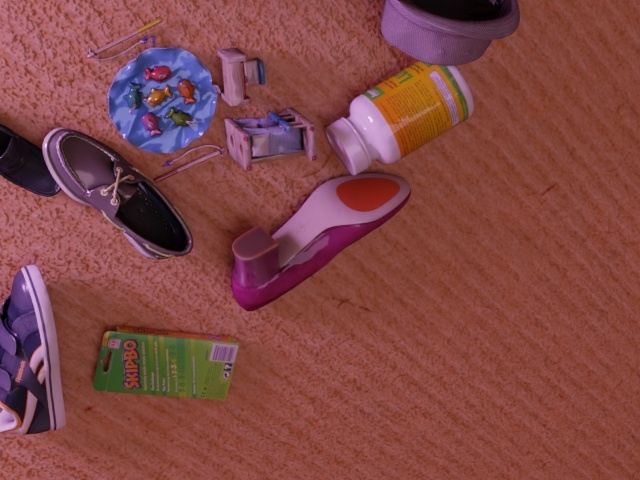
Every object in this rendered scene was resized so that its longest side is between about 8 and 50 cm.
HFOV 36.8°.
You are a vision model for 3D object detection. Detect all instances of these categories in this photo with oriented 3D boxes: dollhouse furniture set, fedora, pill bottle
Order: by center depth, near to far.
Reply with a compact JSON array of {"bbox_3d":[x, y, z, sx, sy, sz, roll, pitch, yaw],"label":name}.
[{"bbox_3d":[-0.091,-0.229,1.634,0.129,0.129,0.183,-11,114,-17],"label":"dollhouse furniture set"},{"bbox_3d":[0.201,-0.387,1.655,0.275,0.243,0.124,-3,138,-25],"label":"fedora"},{"bbox_3d":[0.138,-0.221,1.721,0.246,0.136,0.136,-31,118,-7],"label":"pill bottle"}]

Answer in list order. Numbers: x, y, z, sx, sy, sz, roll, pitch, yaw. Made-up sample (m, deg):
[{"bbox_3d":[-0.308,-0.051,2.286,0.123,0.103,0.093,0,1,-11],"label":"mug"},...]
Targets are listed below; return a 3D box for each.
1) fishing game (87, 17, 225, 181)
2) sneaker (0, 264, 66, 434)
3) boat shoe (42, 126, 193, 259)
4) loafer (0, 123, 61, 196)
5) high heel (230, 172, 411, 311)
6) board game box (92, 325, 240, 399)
[{"bbox_3d":[-0.261,-0.232,1.619,0.189,0.041,0.264,-24,118,-8],"label":"fishing game"},{"bbox_3d":[-0.515,0.200,1.644,0.127,0.126,0.321,-10,116,-23],"label":"sneaker"},{"bbox_3d":[-0.330,-0.077,1.608,0.305,0.091,0.109,47,65,-31],"label":"boat shoe"},{"bbox_3d":[-0.506,-0.140,1.538,0.223,0.078,0.076,40,93,-29],"label":"loafer"},{"bbox_3d":[0.000,0.000,1.801,0.377,0.127,0.181,-21,146,-17],"label":"high heel"},{"bbox_3d":[-0.288,0.230,1.797,0.259,0.039,0.124,8,107,-26],"label":"board game box"}]
